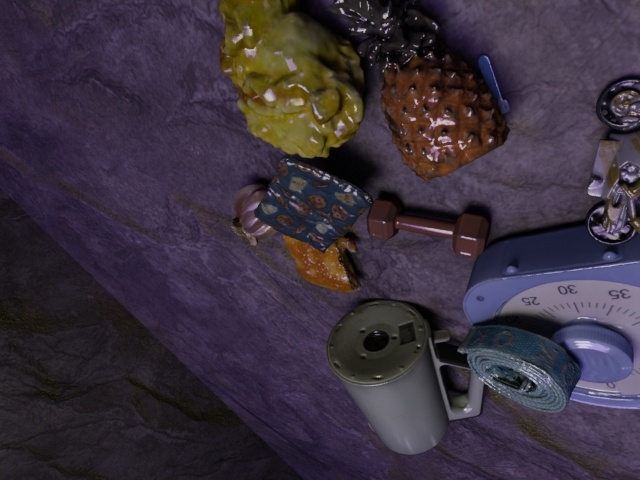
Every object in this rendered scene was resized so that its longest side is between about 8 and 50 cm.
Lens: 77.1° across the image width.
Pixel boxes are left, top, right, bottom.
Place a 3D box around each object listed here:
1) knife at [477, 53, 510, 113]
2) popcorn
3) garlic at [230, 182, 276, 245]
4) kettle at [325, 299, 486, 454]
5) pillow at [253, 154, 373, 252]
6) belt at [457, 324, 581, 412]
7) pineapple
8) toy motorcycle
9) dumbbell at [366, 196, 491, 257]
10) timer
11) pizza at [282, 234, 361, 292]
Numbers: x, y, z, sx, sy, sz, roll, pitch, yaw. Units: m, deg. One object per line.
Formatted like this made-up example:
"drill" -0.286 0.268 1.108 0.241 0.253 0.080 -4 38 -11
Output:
"knife" 0.259 -0.234 0.605 0.027 0.010 0.096 -10 119 42
"popcorn" -0.059 -0.267 0.677 0.286 0.173 0.225 44 145 -11
"garlic" -0.123 -0.088 0.952 0.194 0.127 0.131 -39 122 23
"kettle" 0.245 0.357 1.047 0.361 0.250 0.376 -17 124 12
"pillow" -0.025 -0.063 0.807 0.189 0.034 0.255 28 148 -10
"belt" 0.339 0.219 0.684 0.147 0.082 0.163 51 154 -4
"pineapple" 0.130 -0.257 0.585 0.169 0.169 0.340 -26 98 47
"toy motorcycle" 0.441 -0.099 0.524 0.152 0.073 0.225 6 106 34
"dumbbell" 0.205 -0.029 0.784 0.231 0.082 0.092 13 134 26
"timer" 0.478 0.156 0.700 0.395 0.173 0.395 19 136 19
"pizza" 0.000 0.000 0.966 0.189 0.071 0.297 5 130 32
